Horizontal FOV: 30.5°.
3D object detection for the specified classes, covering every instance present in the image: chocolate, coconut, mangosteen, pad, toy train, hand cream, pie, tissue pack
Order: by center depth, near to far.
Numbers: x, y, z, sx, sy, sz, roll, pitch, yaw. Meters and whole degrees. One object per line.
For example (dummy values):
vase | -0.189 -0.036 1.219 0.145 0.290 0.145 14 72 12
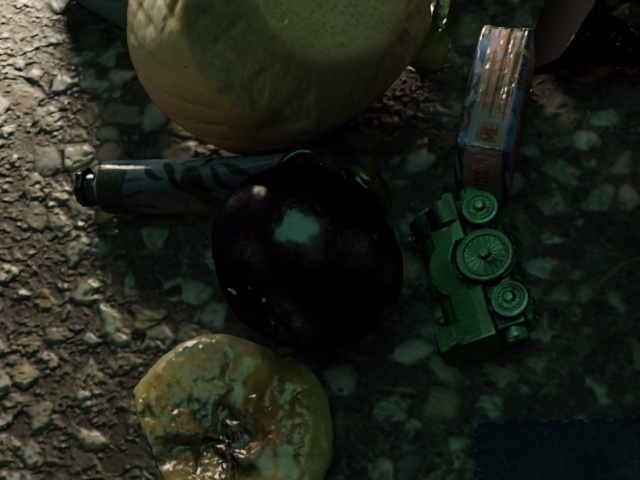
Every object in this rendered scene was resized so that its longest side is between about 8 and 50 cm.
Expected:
pad | 0.262 0.235 0.987 0.269 0.012 0.269 -3 29 7
pie | -0.078 0.187 1.133 0.185 0.052 0.218 -26 62 -10
mangosteen | 0.000 0.000 1.153 0.194 0.194 0.230 23 48 21
toy train | 0.150 0.032 1.167 0.105 0.071 0.178 -21 61 11
tissue pack | 0.180 -0.130 1.220 0.065 0.115 0.155 10 63 13
coconut | -0.047 -0.236 1.234 0.329 0.329 0.328 -4 61 8
chocolate | 0.319 -0.227 1.256 0.133 0.156 0.156 23 65 -11
hand cream | -0.134 -0.060 1.263 0.271 0.091 0.058 1 40 14

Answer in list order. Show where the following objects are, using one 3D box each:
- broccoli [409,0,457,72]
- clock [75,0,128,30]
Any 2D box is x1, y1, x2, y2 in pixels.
broccoli | 0.138 -0.335 1.344 0.165 0.145 0.304 8 76 19
clock | -0.261 -0.361 1.339 0.223 0.274 0.094 32 71 22
